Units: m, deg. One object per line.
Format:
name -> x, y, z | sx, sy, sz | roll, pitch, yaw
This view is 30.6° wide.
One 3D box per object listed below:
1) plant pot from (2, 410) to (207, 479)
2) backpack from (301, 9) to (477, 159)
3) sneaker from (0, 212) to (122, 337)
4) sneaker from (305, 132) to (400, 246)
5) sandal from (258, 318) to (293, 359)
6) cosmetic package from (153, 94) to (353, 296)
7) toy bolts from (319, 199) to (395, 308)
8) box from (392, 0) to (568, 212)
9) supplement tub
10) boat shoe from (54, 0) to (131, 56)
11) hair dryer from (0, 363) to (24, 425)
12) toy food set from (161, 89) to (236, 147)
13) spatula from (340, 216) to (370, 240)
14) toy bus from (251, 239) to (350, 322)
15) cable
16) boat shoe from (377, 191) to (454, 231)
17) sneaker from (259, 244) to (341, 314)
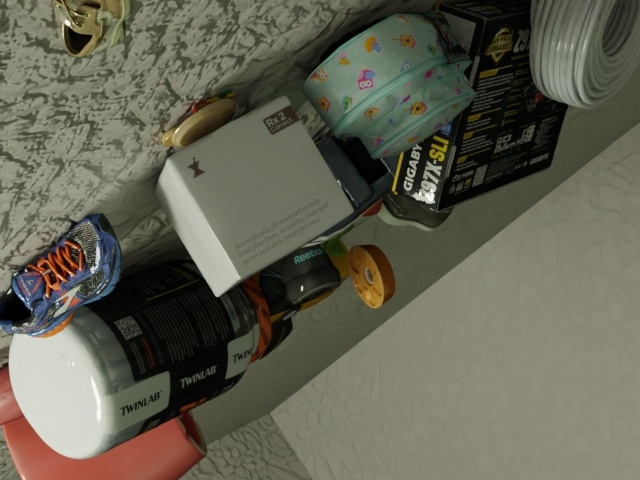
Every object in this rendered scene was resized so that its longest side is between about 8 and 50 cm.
plant pot -> -0.330, 0.317, 1.861 | 0.243, 0.275, 0.275 | -29, 169, -2
backpack -> 0.077, -0.175, 1.321 | 0.166, 0.144, 0.188 | -33, 167, 25
sneaker -> -0.304, 0.049, 1.341 | 0.087, 0.083, 0.221 | -6, 148, -51
sneaker -> 0.061, -0.114, 1.583 | 0.321, 0.126, 0.127 | -37, 175, -28
sandal -> -0.108, 0.180, 2.524 | 0.090, 0.060, 0.219 | -35, 156, -25
cosmetic package -> -0.080, -0.045, 1.313 | 0.151, 0.151, 0.183 | -31, 179, -15
toy bolts -> 0.000, 0.000, 1.750 | 0.158, 0.218, 0.229 | -20, 146, -24
box -> 0.237, -0.194, 1.549 | 0.322, 0.079, 0.257 | -21, 129, -49
supplement tub -> -0.237, 0.148, 1.612 | 0.338, 0.207, 0.207 | -21, 163, -48
boat shoe -> -0.170, -0.171, 0.858 | 0.045, 0.050, 0.135 | -36, 170, -17
hair dryer -> -0.405, 0.212, 1.730 | 0.293, 0.080, 0.223 | -25, 166, -39
toy food set -> -0.126, -0.127, 1.248 | 0.082, 0.020, 0.083 | -23, 164, -44
spatula -> -0.002, 0.006, 2.170 | 0.168, 0.019, 0.242 | -37, 169, 20
toy bus -> -0.100, 0.078, 1.940 | 0.332, 0.108, 0.130 | -19, 160, -47
cable -> 0.358, -0.296, 1.491 | 0.257, 0.089, 0.257 | -38, 141, -37
boat shoe -> 0.187, -0.084, 2.100 | 0.091, 0.109, 0.305 | -34, 166, 24
sneaker -> -0.040, 0.041, 1.692 | 0.101, 0.106, 0.267 | -22, 175, -21
